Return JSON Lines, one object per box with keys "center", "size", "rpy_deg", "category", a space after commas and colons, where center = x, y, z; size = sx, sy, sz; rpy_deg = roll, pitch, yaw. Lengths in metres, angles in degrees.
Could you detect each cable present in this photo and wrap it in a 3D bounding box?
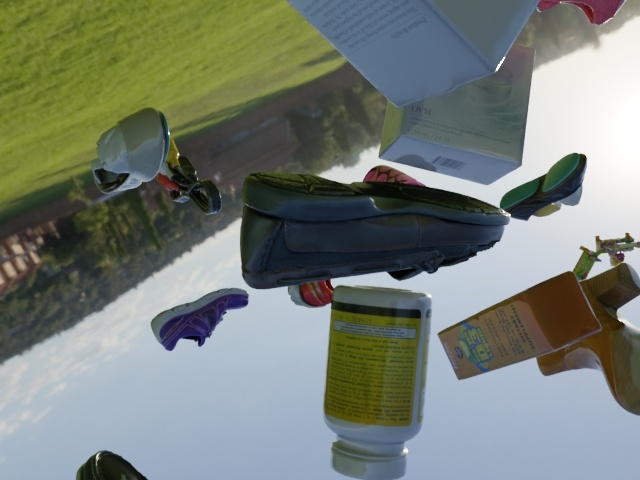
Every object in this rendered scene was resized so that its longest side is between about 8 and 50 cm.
{"center": [-0.280, -0.107, 1.404], "size": [0.072, 0.140, 0.287], "rpy_deg": [-6, -147, -26], "category": "cable"}

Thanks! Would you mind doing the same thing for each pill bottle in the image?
{"center": [0.101, 0.253, 1.279], "size": [0.187, 0.334, 0.188], "rpy_deg": [5, 178, 0], "category": "pill bottle"}

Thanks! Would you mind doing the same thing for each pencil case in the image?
{"center": [0.152, -0.096, 1.452], "size": [0.098, 0.095, 0.209], "rpy_deg": [-38, -162, -3], "category": "pencil case"}

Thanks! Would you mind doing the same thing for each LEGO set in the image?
{"center": [0.757, 0.063, 1.846], "size": [0.286, 0.132, 0.107], "rpy_deg": [-29, -173, 5], "category": "LEGO set"}

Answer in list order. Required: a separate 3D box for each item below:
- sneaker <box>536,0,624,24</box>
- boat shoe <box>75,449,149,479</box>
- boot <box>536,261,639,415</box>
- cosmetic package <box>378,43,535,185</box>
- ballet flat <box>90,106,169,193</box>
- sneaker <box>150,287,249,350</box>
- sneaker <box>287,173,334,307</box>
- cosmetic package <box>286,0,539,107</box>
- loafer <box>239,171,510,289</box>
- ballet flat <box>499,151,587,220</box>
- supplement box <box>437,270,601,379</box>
{"center": [0.346, -0.433, 1.078], "size": [0.116, 0.313, 0.136], "rpy_deg": [-81, -167, -68], "category": "sneaker"}
{"center": [-0.166, 0.295, 0.712], "size": [0.095, 0.254, 0.079], "rpy_deg": [12, 110, -48], "category": "boat shoe"}
{"center": [0.447, 0.191, 1.157], "size": [0.211, 0.104, 0.295], "rpy_deg": [-49, -162, 45], "category": "boot"}
{"center": [0.242, -0.244, 1.240], "size": [0.223, 0.225, 0.138], "rpy_deg": [12, 167, -10], "category": "cosmetic package"}
{"center": [-0.263, -0.110, 0.928], "size": [0.086, 0.086, 0.248], "rpy_deg": [-31, -177, -25], "category": "ballet flat"}
{"center": [-0.181, 0.123, 1.075], "size": [0.169, 0.071, 0.068], "rpy_deg": [-22, 175, -37], "category": "sneaker"}
{"center": [0.000, 0.000, 1.441], "size": [0.118, 0.279, 0.107], "rpy_deg": [-2, 176, 15], "category": "sneaker"}
{"center": [0.046, -0.399, 0.912], "size": [0.162, 0.453, 0.230], "rpy_deg": [-56, -159, -17], "category": "cosmetic package"}
{"center": [0.047, -0.004, 0.579], "size": [0.267, 0.084, 0.096], "rpy_deg": [3, -163, -36], "category": "loafer"}
{"center": [0.516, -0.112, 1.544], "size": [0.095, 0.096, 0.280], "rpy_deg": [-65, -168, -23], "category": "ballet flat"}
{"center": [0.236, 0.114, 0.863], "size": [0.080, 0.078, 0.233], "rpy_deg": [-19, 166, -20], "category": "supplement box"}
